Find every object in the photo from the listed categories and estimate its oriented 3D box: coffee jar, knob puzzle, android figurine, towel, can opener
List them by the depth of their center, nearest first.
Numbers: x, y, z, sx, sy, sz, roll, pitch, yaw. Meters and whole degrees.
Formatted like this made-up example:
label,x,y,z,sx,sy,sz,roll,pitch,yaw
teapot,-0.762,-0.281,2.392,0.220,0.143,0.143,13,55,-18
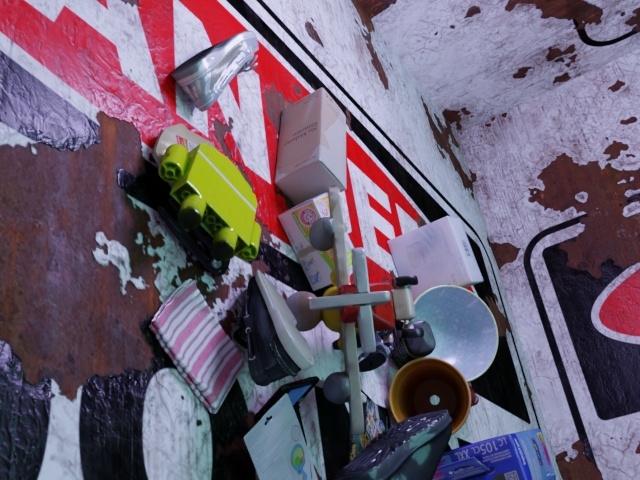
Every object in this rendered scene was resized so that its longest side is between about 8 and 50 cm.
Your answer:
label,x,y,z,sx,sy,sz,roll,pitch,yaw
towel,-0.201,0.177,1.152,0.197,0.029,0.144,59,26,-16
can opener,-0.229,-0.003,1.237,0.059,0.073,0.186,-53,128,-15
android figurine,-0.194,-0.078,1.259,0.248,0.056,0.273,47,21,-27
knob puzzle,-0.261,-0.138,1.314,0.213,0.030,0.213,46,31,-39
coffee jar,0.245,0.279,1.815,0.184,0.079,0.096,108,-32,-65

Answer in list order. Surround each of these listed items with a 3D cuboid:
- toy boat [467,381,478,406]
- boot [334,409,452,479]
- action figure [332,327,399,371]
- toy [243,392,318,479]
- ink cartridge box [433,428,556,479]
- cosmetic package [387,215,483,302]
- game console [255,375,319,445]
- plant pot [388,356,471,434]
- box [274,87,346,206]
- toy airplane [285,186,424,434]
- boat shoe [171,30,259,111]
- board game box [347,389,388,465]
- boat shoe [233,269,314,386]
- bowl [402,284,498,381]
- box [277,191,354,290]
label,x,y,z,sx,sy,sz,roll,pitch,yaw
toy boat,0.462,0.412,2.164,0.151,0.151,0.231,39,35,-45
boot,0.225,0.624,1.415,0.367,0.146,0.445,-19,86,-47
action figure,0.126,0.229,1.713,0.185,0.099,0.285,58,20,-2
toy,-0.071,0.403,1.172,0.137,0.056,0.237,-37,110,-55
ink cartridge box,0.432,0.604,1.779,0.395,0.270,0.151,20,49,-59
cosmetic package,0.367,0.067,2.193,0.138,0.224,0.224,3,65,-61
game console,-0.048,0.330,1.269,0.085,0.124,0.144,46,16,21
plant pot,0.293,0.418,1.783,0.188,0.205,0.205,48,25,-69
box,-0.021,-0.240,1.767,0.121,0.148,0.311,46,29,-36
toy airplane,0.043,0.140,1.391,0.386,0.272,0.384,-74,151,-51
boat shoe,-0.221,-0.390,1.535,0.103,0.118,0.320,63,27,-21
board game box,0.108,0.474,1.526,0.136,0.030,0.260,53,27,-32
boat shoe,-0.105,0.161,1.244,0.127,0.113,0.340,53,0,-28
bowl,0.364,0.290,2.025,0.156,0.289,0.289,126,-50,-67
box,0.000,0.000,1.639,0.203,0.103,0.114,65,23,-3
